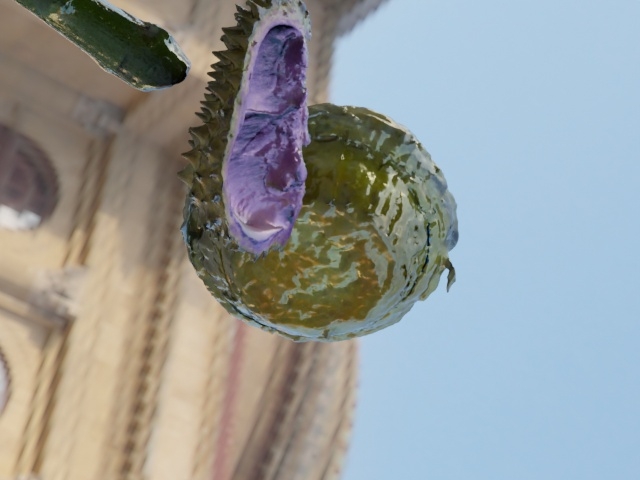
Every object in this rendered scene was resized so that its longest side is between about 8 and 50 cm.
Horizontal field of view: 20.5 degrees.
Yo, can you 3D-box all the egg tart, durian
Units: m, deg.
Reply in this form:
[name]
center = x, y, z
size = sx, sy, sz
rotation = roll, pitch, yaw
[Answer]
[egg tart]
center = 0.000, 0.000, 2.372
size = 0.388, 0.388, 0.169
rotation = -49, -159, 27
[durian]
center = -0.100, -0.135, 2.099
size = 0.112, 0.191, 0.341
rotation = 16, -69, 35

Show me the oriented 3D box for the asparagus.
[asparagus]
center = -0.313, -0.289, 2.162
size = 0.082, 0.343, 0.085
rotation = -59, -168, -6
